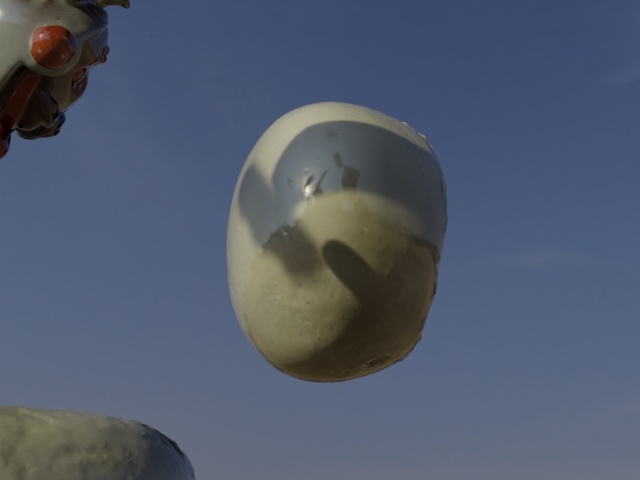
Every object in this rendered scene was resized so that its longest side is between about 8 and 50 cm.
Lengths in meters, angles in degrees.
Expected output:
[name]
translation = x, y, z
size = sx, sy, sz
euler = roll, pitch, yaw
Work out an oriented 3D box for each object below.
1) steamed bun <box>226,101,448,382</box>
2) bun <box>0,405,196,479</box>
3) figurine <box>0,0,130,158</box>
[steamed bun]
translation = 0.000, 0.000, 1.256
size = 0.206, 0.324, 0.324
euler = 9, -23, -18
[bun]
translation = -0.115, 0.124, 0.374
size = 0.166, 0.114, 0.173
euler = -11, -24, 24
[figurine]
translation = -0.220, -0.168, 0.868
size = 0.160, 0.183, 0.226
euler = 17, -70, -34
